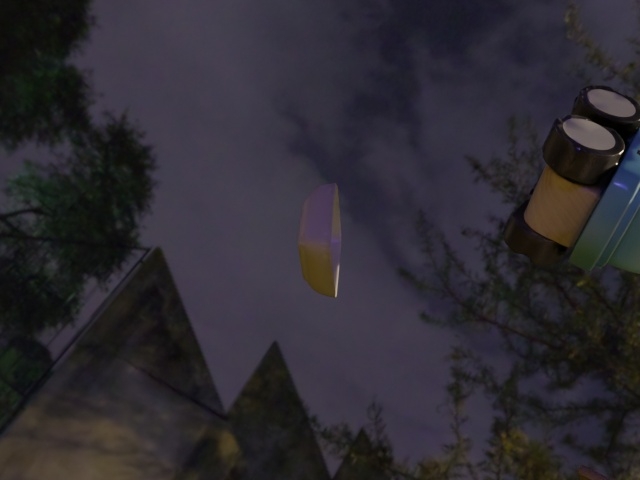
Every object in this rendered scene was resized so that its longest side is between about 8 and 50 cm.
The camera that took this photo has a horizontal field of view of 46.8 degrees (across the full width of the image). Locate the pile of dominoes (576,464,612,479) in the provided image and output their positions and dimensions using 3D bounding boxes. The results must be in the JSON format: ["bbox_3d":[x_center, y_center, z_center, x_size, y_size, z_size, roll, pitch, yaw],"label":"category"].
[{"bbox_3d":[0.344,0.262,0.579,0.251,0.040,0.196,23,-21,45],"label":"pile of dominoes"}]

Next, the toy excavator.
[{"bbox_3d":[0.580,-0.060,1.188,0.445,0.433,0.222,30,-48,16],"label":"toy excavator"}]

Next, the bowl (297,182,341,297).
[{"bbox_3d":[0.000,0.000,1.114,0.053,0.142,0.142,0,-39,8],"label":"bowl"}]
